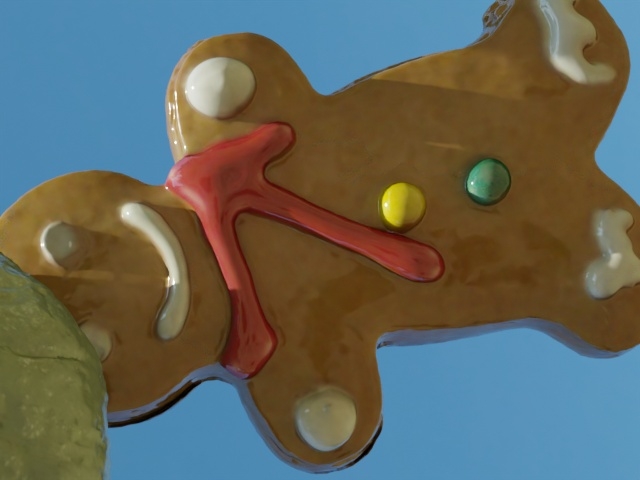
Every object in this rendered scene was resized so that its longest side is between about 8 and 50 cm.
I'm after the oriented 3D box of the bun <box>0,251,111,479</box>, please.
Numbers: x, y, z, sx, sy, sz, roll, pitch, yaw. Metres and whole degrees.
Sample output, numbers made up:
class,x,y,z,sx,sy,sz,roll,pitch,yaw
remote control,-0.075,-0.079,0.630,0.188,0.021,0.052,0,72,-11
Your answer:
class,x,y,z,sx,sy,sz,roll,pitch,yaw
bun,-0.193,0.097,0.847,0.126,0.204,0.212,17,-92,-51

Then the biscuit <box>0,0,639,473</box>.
class,x,y,z,sx,sy,sz,roll,pitch,yaw
biscuit,0.000,0.000,0.943,0.340,0.047,0.216,-11,-98,-8
